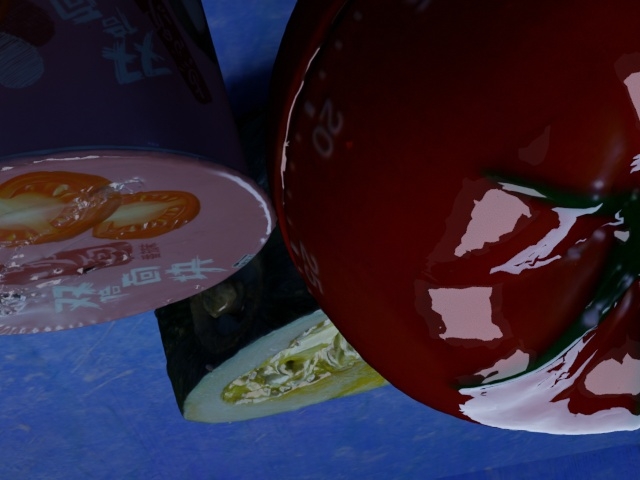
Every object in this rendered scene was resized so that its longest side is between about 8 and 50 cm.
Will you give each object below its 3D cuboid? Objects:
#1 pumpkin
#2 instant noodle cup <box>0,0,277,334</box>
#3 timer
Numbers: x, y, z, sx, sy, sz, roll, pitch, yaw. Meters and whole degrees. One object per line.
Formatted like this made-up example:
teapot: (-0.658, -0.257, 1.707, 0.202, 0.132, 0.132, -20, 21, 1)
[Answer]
pumpkin: (0.000, 0.000, 1.434, 0.263, 0.197, 0.293, -3, 159, -36)
instant noodle cup: (-0.160, -0.095, 1.083, 0.243, 0.231, 0.243, -9, 159, -3)
timer: (0.152, -0.069, 1.144, 0.378, 0.279, 0.378, -15, 131, -19)
